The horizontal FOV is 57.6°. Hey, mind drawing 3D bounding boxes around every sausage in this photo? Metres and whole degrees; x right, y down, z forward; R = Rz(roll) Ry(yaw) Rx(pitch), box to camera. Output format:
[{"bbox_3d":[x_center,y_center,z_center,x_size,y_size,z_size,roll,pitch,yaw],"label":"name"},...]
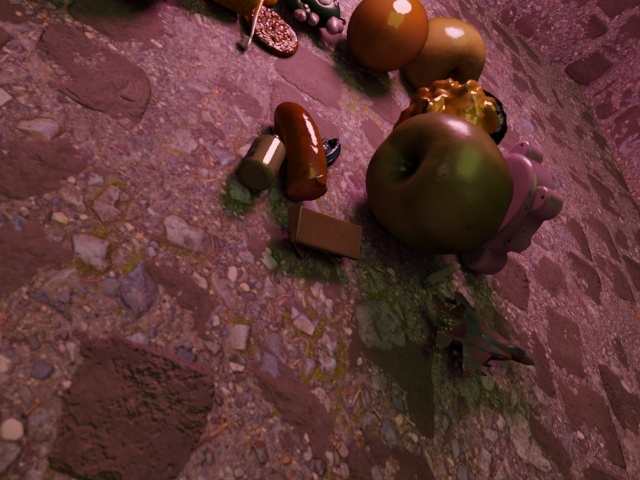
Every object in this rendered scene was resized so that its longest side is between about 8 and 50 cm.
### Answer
[{"bbox_3d":[-0.048,-0.217,1.353,0.108,0.109,0.271,14,47,-37],"label":"sausage"}]

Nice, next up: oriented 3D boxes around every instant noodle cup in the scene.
[{"bbox_3d":[-0.227,-0.680,1.542,0.122,0.151,0.152,18,47,-44],"label":"instant noodle cup"}]

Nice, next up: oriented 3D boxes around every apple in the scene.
[{"bbox_3d":[0.436,-0.648,2.076,0.291,0.292,0.254,14,42,-37],"label":"apple"},{"bbox_3d":[0.298,-0.131,1.432,0.357,0.357,0.358,26,43,-27],"label":"apple"}]

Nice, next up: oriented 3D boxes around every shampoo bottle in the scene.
[{"bbox_3d":[-0.120,-0.181,1.271,0.079,0.079,0.162,37,39,-15],"label":"shampoo bottle"}]

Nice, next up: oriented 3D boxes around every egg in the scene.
[{"bbox_3d":[0.212,-0.670,1.874,0.250,0.250,0.322,47,47,-3],"label":"egg"}]

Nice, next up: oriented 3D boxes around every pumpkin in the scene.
[{"bbox_3d":[0.540,-0.414,2.026,0.233,0.163,0.233,8,75,-31],"label":"pumpkin"}]

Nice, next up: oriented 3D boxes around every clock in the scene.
[{"bbox_3d":[0.500,-0.094,1.612,0.113,0.322,0.296,18,47,-27],"label":"clock"}]

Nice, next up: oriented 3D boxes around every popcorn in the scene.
[{"bbox_3d":[0.358,-0.331,1.710,0.281,0.315,0.298,35,63,-49],"label":"popcorn"}]

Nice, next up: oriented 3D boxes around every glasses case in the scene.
[{"bbox_3d":[0.000,0.000,1.259,0.193,0.070,0.103,16,76,-38],"label":"glasses case"}]

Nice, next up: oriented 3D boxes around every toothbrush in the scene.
[{"bbox_3d":[-0.175,-0.620,1.585,0.024,0.021,0.288,21,58,-15],"label":"toothbrush"}]

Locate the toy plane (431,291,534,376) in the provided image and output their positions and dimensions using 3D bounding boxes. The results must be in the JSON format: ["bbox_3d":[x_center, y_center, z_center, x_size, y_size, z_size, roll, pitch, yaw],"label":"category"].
[{"bbox_3d":[0.389,0.247,1.393,0.326,0.104,0.223,32,41,-27],"label":"toy plane"}]

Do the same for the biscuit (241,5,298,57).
[{"bbox_3d":[-0.138,-0.596,1.647,0.187,0.027,0.188,26,42,-27],"label":"biscuit"}]

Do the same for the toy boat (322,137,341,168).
[{"bbox_3d":[0.010,-0.220,1.446,0.061,0.060,0.137,57,40,-21],"label":"toy boat"}]

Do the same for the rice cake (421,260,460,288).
[{"bbox_3d":[0.313,0.086,1.506,0.170,0.033,0.029,-19,74,-50],"label":"rice cake"}]

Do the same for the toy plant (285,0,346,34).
[{"bbox_3d":[-0.022,-0.734,1.809,0.243,0.112,0.233,6,54,-36],"label":"toy plant"}]

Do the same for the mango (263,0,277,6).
[{"bbox_3d":[-0.180,-0.728,1.693,0.187,0.066,0.101,-7,65,-57],"label":"mango"}]
